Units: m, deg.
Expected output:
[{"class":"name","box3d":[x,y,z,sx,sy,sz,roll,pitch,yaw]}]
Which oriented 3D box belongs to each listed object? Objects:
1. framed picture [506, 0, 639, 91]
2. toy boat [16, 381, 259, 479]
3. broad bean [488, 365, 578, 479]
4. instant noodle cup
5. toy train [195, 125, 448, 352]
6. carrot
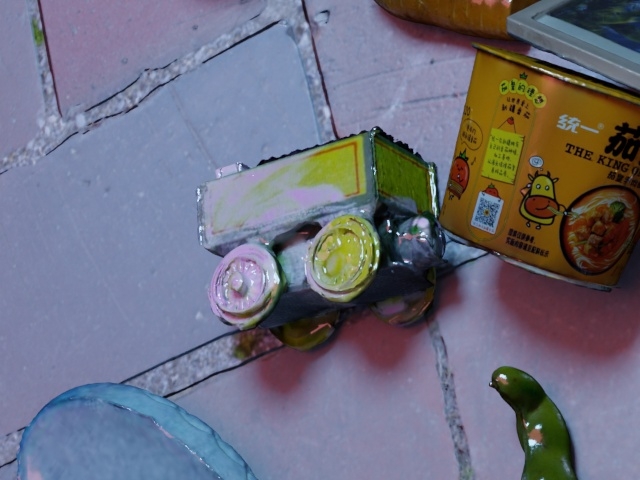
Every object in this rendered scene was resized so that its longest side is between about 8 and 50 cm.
[{"class":"framed picture","box3d":[0.346,-0.165,1.559,0.315,0.232,0.024,30,134,35]},{"class":"toy boat","box3d":[-0.156,0.272,1.833,0.330,0.123,0.215,35,105,25]},{"class":"broad bean","box3d":[0.199,0.210,1.624,0.048,0.070,0.213,-33,69,42]},{"class":"instant noodle cup","box3d":[0.206,-0.062,1.620,0.216,0.216,0.172,25,99,36]},{"class":"toy train","box3d":[0.000,0.000,1.773,0.261,0.134,0.177,-15,68,29]},{"class":"carrot","box3d":[0.119,-0.243,1.798,0.193,0.087,0.087,29,93,34]}]
